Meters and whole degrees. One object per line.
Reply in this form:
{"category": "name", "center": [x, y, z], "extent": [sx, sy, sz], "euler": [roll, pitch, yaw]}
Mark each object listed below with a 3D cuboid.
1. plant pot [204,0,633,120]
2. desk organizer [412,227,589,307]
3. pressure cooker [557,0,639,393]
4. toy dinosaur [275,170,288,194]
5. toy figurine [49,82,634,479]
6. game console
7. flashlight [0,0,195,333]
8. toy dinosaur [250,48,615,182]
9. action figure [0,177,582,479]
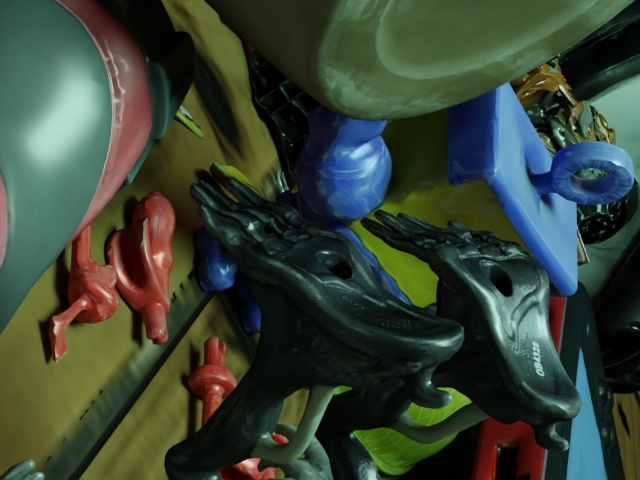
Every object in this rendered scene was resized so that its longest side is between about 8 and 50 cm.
{"category": "plant pot", "center": [0.011, -0.209, 0.495], "extent": [0.280, 0.323, 0.323], "euler": [60, 17, 17]}
{"category": "desk organizer", "center": [0.113, 0.014, 0.898], "extent": [0.050, 0.130, 0.047], "euler": [-5, 76, -66]}
{"category": "pressure cooker", "center": [0.286, -0.092, 1.086], "extent": [0.420, 0.375, 0.370], "euler": [-91, 158, -49]}
{"category": "toy dinosaur", "center": [0.000, 0.000, 0.763], "extent": [0.082, 0.047, 0.090], "euler": [-3, 85, -50]}
{"category": "toy figurine", "center": [0.060, 0.028, 0.633], "extent": [0.362, 0.217, 0.191], "euler": [49, 29, -42]}
{"category": "game console", "center": [0.165, 0.248, 0.825], "extent": [0.386, 0.060, 0.342], "euler": [-66, 140, -54]}
{"category": "flashlight", "center": [-0.124, -0.003, 0.378], "extent": [0.103, 0.103, 0.304], "euler": [38, 30, -9]}
{"category": "toy dinosaur", "center": [0.052, -0.135, 0.850], "extent": [0.218, 0.322, 0.164], "euler": [-34, 146, -61]}
{"category": "action figure", "center": [-0.025, 0.114, 0.428], "extent": [0.164, 0.276, 0.141], "euler": [-1, 31, -43]}
